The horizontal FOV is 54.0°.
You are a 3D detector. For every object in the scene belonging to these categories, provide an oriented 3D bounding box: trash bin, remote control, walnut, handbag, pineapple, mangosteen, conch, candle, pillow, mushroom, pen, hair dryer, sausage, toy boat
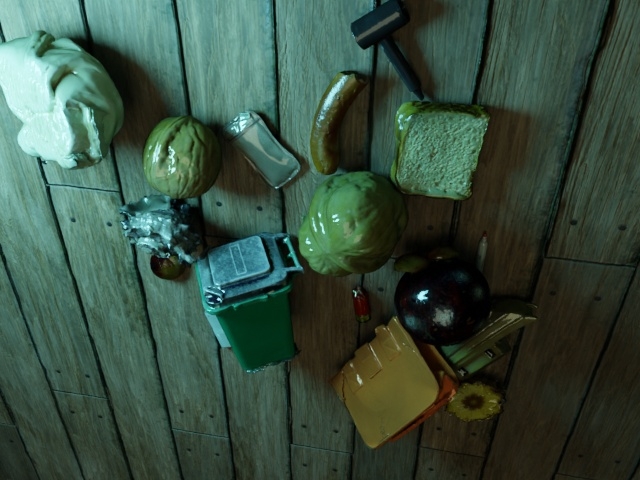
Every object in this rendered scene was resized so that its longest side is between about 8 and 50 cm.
[{"bbox_3d":[-0.188,0.186,1.894,0.295,0.259,0.381,-17,132,-7],"label":"trash bin"},{"bbox_3d":[-0.344,0.304,2.160,0.061,0.029,0.162,-10,122,18],"label":"remote control"},{"bbox_3d":[0.085,-0.043,1.659,0.282,0.277,0.253,-1,122,39],"label":"walnut"},{"bbox_3d":[-0.369,-0.223,1.676,0.228,0.228,0.228,6,127,9],"label":"walnut"},{"bbox_3d":[0.223,0.453,1.998,0.410,0.116,0.303,-51,59,37],"label":"handbag"},{"bbox_3d":[0.511,0.521,2.091,0.224,0.076,0.225,5,127,6],"label":"pineapple"},{"bbox_3d":[0.334,0.153,1.754,0.288,0.288,0.288,6,127,9],"label":"mangosteen"},{"bbox_3d":[-0.469,-0.029,1.801,0.240,0.313,0.186,15,110,-48],"label":"conch"},{"bbox_3d":[0.126,0.195,1.960,0.052,0.052,0.131,-3,124,15],"label":"candle"},{"bbox_3d":[-0.160,-0.246,1.712,0.130,0.038,0.233,-33,114,27],"label":"pillow"},{"bbox_3d":[-0.493,0.078,2.018,0.123,0.052,0.123,4,127,5],"label":"mushroom"},{"bbox_3d":[0.458,0.067,1.805,0.026,0.026,0.218,6,126,9],"label":"pen"},{"bbox_3d":[0.193,-0.441,1.483,0.128,0.070,0.255,-27,123,27],"label":"hair dryer"},{"bbox_3d":[0.033,-0.301,1.602,0.102,0.076,0.302,20,127,0],"label":"sausage"},{"bbox_3d":[0.477,0.325,1.917,0.162,0.136,0.445,39,124,-5],"label":"toy boat"}]

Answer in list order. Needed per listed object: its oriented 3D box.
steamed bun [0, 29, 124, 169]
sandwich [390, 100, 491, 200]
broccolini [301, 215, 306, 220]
[{"bbox_3d":[-0.648,-0.358,1.628,0.394,0.237,0.346,54,139,6],"label":"steamed bun"},{"bbox_3d":[0.295,-0.227,1.587,0.226,0.087,0.251,1,126,-1],"label":"sandwich"},{"bbox_3d":[0.007,-0.003,1.859,0.052,0.054,0.194,-31,110,-3],"label":"broccolini"}]
